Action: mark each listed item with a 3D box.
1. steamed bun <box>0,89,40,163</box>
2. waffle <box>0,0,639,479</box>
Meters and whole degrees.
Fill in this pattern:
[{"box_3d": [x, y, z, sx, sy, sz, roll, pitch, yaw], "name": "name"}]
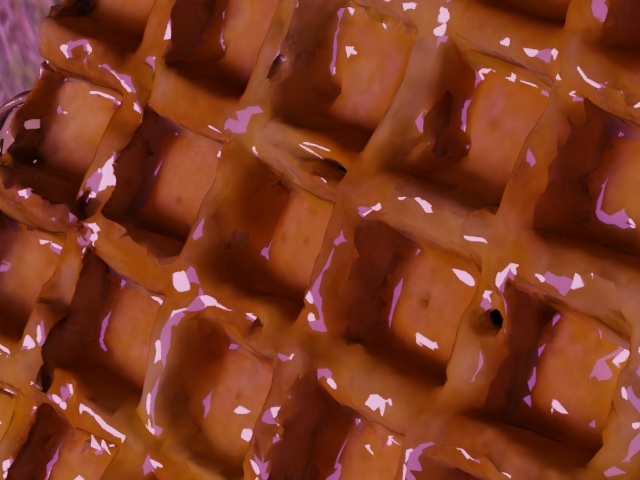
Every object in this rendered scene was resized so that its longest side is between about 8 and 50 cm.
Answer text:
[{"box_3d": [-0.031, 0.067, 0.623, 0.231, 0.110, 0.212, 25, 99, 44], "name": "steamed bun"}, {"box_3d": [0.002, 0.000, 0.495, 0.312, 0.060, 0.307, -41, 57, 27], "name": "waffle"}]
